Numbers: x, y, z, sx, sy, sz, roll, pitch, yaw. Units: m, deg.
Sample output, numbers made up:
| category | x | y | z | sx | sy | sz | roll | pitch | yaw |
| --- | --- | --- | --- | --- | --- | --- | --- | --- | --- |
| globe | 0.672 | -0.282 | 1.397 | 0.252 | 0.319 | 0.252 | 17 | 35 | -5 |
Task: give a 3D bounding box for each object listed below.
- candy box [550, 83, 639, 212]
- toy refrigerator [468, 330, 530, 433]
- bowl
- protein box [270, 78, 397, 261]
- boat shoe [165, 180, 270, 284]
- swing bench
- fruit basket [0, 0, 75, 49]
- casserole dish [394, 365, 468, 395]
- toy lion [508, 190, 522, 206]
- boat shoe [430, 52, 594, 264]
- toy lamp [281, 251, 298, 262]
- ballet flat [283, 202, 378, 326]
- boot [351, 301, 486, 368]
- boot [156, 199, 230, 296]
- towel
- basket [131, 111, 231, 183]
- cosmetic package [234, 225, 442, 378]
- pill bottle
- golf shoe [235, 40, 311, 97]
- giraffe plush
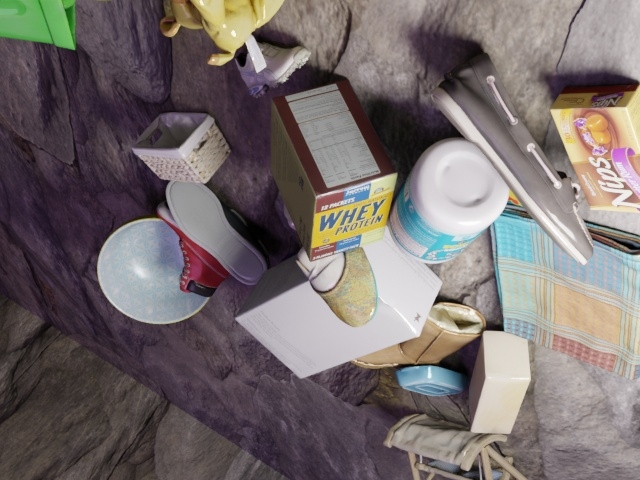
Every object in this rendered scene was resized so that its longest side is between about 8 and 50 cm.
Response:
| category | x | y | z | sx | sy | sz | roll | pitch | yaw |
| --- | --- | --- | --- | --- | --- | --- | --- | --- | --- |
| candy box | 0.391 | -0.119 | 1.157 | 0.109 | 0.053 | 0.186 | 7 | 139 | 44 |
| toy refrigerator | 0.360 | 0.290 | 1.746 | 0.094 | 0.102 | 0.269 | 2 | 145 | 3 |
| bowl | -0.404 | 0.050 | 2.186 | 0.289 | 0.289 | 0.156 | 48 | -168 | -20 |
| protein box | 0.014 | -0.112 | 1.416 | 0.199 | 0.136 | 0.201 | 96 | 154 | -59 |
| boat shoe | -0.230 | -0.025 | 1.965 | 0.302 | 0.114 | 0.091 | 53 | -170 | -3 |
| swing bench | 0.333 | 0.540 | 2.128 | 0.253 | 0.165 | 0.254 | 6 | 134 | 45 |
| fruit basket | -0.407 | -0.494 | 1.362 | 0.392 | 0.282 | 0.392 | -9 | 148 | -6 |
| casserole dish | 0.246 | 0.311 | 1.907 | 0.114 | 0.037 | 0.188 | -17 | 153 | 38 |
| toy lion | 0.299 | -0.093 | 1.333 | 0.100 | 0.034 | 0.096 | 44 | 159 | -12 |
| boat shoe | 0.291 | -0.112 | 1.200 | 0.335 | 0.095 | 0.112 | 48 | -173 | -9 |
| toy lamp | -0.020 | 0.131 | 1.991 | 0.080 | 0.080 | 0.274 | 16 | 146 | 35 |
| ballet flat | 0.000 | 0.000 | 1.525 | 0.123 | 0.123 | 0.348 | 82 | 173 | -53 |
| boot | 0.184 | 0.193 | 1.797 | 0.236 | 0.089 | 0.269 | 7 | 155 | -10 |
| boot | -0.321 | 0.030 | 2.055 | 0.244 | 0.088 | 0.176 | 39 | 111 | -18 |
| towel | 0.419 | 0.091 | 1.464 | 0.271 | 0.040 | 0.370 | 20 | 148 | 30 |
| basket | -0.280 | -0.186 | 1.762 | 0.167 | 0.113 | 0.103 | 8 | 143 | 43 |
| cosmetic package | 0.029 | 0.123 | 1.757 | 0.217 | 0.156 | 0.385 | 45 | 137 | -17 |
| pill bottle | 0.190 | -0.050 | 1.376 | 0.146 | 0.146 | 0.264 | 35 | 162 | 3 |
| golf shoe | -0.087 | -0.295 | 1.428 | 0.086 | 0.069 | 0.176 | 52 | 148 | -15 |
| giraffe plush | -0.163 | -0.369 | 1.302 | 0.170 | 0.181 | 0.210 | 29 | 137 | 39 |
